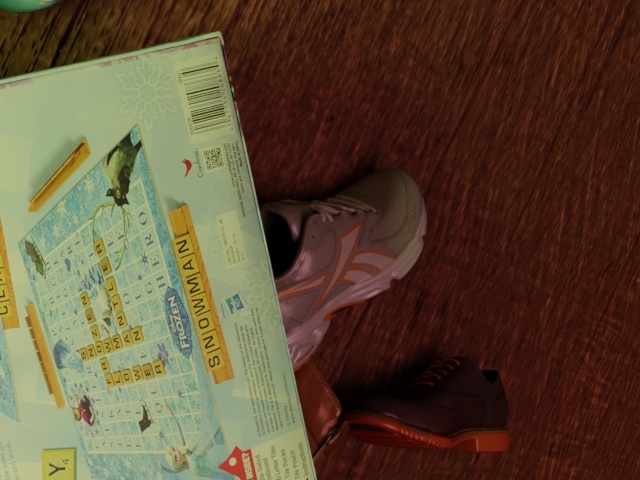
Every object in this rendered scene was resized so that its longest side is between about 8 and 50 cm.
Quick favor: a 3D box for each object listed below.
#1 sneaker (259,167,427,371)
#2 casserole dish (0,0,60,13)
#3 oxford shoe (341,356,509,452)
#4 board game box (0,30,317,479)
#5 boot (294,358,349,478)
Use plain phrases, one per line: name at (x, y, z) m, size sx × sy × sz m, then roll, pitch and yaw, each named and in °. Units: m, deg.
sneaker at (0.000, 0.000, 1.161) m, size 0.262 × 0.099 × 0.121 m, roll -45°, pitch 135°, yaw -36°
casserole dish at (-0.165, -0.229, 0.895) m, size 0.188 × 0.037 × 0.114 m, roll -51°, pitch 140°, yaw -16°
oxford shoe at (0.109, 0.166, 1.415) m, size 0.271 × 0.097 × 0.098 m, roll 15°, pitch 78°, yaw -57°
board game box at (-0.176, 0.056, 0.852) m, size 0.318 × 0.066 × 0.318 m, roll -17°, pitch 101°, yaw -32°
boot at (-0.075, 0.184, 1.155) m, size 0.220 × 0.109 × 0.283 m, roll -46°, pitch 146°, yaw -13°
